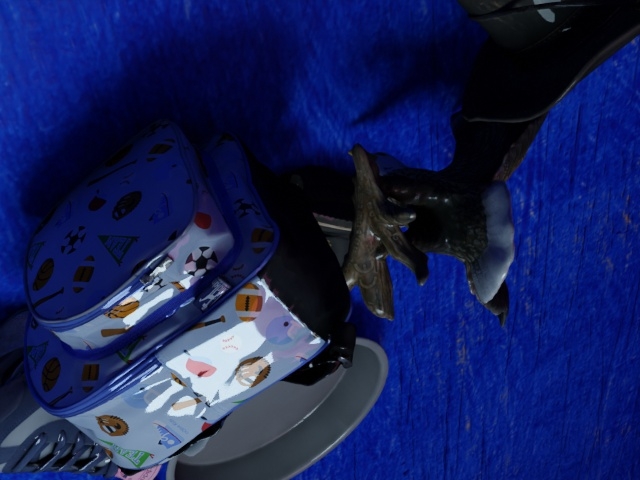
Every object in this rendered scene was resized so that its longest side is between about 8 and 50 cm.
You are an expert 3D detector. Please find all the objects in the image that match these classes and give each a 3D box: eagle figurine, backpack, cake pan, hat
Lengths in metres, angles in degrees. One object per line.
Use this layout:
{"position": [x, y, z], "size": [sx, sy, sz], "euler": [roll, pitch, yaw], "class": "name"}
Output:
{"position": [0.125, -0.035, 1.364], "size": [0.298, 0.225, 0.226], "euler": [-10, 160, -49], "class": "eagle figurine"}
{"position": [-0.129, 0.051, 1.227], "size": [0.213, 0.276, 0.263], "euler": [38, 104, -26], "class": "backpack"}
{"position": [-0.057, 0.194, 1.693], "size": [0.293, 0.054, 0.293], "euler": [-25, 148, -17], "class": "cake pan"}
{"position": [0.203, -0.253, 1.225], "size": [0.331, 0.331, 0.134], "euler": [-43, 106, 13], "class": "hat"}

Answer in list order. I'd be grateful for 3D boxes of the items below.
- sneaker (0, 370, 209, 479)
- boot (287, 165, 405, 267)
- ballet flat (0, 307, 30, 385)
{"position": [-0.211, 0.174, 1.360], "size": [0.112, 0.131, 0.319], "euler": [-47, 165, 29], "class": "sneaker"}
{"position": [0.000, 0.000, 1.467], "size": [0.198, 0.077, 0.137], "euler": [5, 136, -47], "class": "boot"}
{"position": [-0.309, 0.130, 1.348], "size": [0.168, 0.052, 0.057], "euler": [-44, 149, 13], "class": "ballet flat"}
